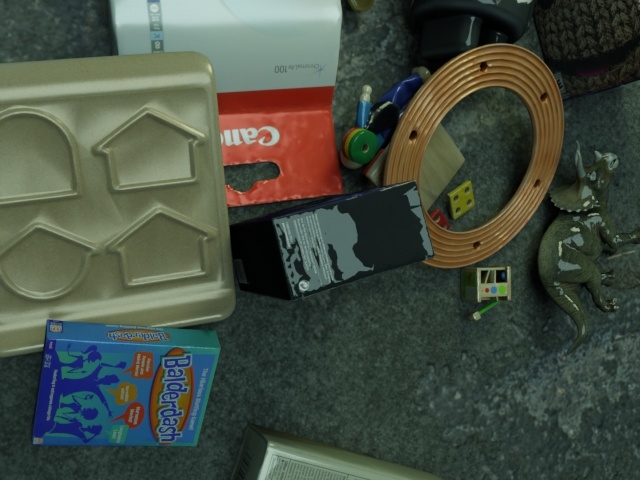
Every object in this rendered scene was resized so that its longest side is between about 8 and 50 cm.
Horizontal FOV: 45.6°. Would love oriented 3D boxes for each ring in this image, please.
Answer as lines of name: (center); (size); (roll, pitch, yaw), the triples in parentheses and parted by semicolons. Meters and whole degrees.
ring: (0.224, -0.117, 1.105); (0.336, 0.032, 0.337); (-15, 120, -29)

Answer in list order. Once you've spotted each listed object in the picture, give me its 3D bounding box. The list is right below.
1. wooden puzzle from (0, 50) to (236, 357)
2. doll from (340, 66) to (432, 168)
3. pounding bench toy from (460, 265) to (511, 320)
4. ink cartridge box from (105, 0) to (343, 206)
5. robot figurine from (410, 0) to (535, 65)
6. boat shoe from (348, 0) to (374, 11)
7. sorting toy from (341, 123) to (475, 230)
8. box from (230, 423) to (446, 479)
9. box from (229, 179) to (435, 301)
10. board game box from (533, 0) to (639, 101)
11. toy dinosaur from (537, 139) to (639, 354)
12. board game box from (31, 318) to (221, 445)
wooden puzzle: (-0.282, -0.051, 0.958); (0.322, 0.080, 0.348); (-8, 102, -17)
doll: (0.093, -0.174, 1.106); (0.189, 0.046, 0.129); (-46, 130, -18)
pounding bench toy: (0.257, 0.082, 1.168); (0.065, 0.052, 0.083); (0, 89, -19)
ink cartridge box: (-0.120, -0.241, 1.028); (0.308, 0.091, 0.385); (-7, 90, -19)
robot figurine: (0.229, -0.386, 1.101); (0.173, 0.209, 0.278); (12, 85, 12)
boat shoe: (0.042, -0.395, 1.108); (0.050, 0.045, 0.135); (-14, 90, -26)
sorting toy: (0.134, -0.105, 1.105); (0.132, 0.046, 0.274); (-52, 132, -7)
box: (0.034, 0.370, 1.053); (0.311, 0.121, 0.148); (21, 83, -17)
box: (0.000, 0.000, 0.974); (0.184, 0.261, 0.103); (-14, 93, -19)
board game box: (0.443, -0.382, 1.143); (0.141, 0.232, 0.291); (-17, 94, -18)
toy dinosaur: (0.405, 0.020, 1.203); (0.160, 0.121, 0.314); (22, 87, -5)
board game box: (-0.246, 0.184, 0.962); (0.210, 0.047, 0.160); (6, 114, -22)
